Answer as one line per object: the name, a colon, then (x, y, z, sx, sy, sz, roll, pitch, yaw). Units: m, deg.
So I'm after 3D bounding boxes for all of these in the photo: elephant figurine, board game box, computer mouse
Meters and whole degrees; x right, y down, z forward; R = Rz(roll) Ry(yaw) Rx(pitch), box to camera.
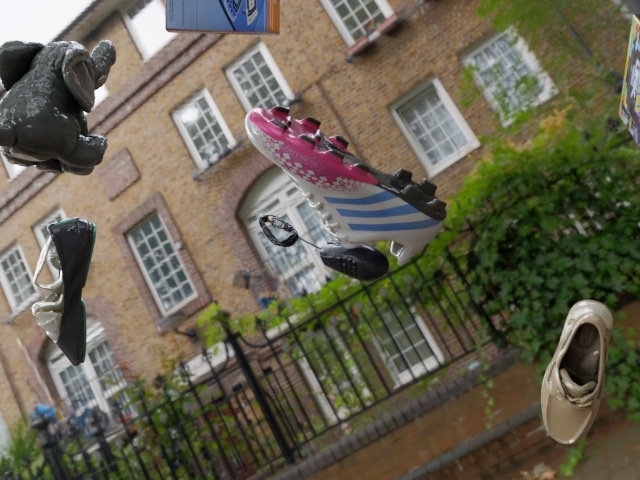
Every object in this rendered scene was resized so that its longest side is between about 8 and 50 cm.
elephant figurine: (-0.390, -0.227, 0.940, 0.169, 0.240, 0.186, 10, -9, -26)
board game box: (-0.121, -0.403, 0.795, 0.145, 0.281, 0.027, 1, 7, -2)
computer mouse: (0.000, 0.000, 1.012, 0.071, 0.242, 0.041, -46, -33, -42)
board game box: (0.497, -0.233, 0.953, 0.048, 0.141, 0.170, -3, -54, 10)

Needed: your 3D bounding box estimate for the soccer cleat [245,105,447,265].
soccer cleat: (0.025, -0.064, 0.909, 0.143, 0.331, 0.116, -56, 20, 24)

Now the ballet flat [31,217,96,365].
ballet flat: (-0.335, 0.068, 0.827, 0.074, 0.074, 0.203, -10, -66, -53)

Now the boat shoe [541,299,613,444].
boat shoe: (0.535, 0.297, 1.355, 0.121, 0.341, 0.110, 11, 21, 24)
